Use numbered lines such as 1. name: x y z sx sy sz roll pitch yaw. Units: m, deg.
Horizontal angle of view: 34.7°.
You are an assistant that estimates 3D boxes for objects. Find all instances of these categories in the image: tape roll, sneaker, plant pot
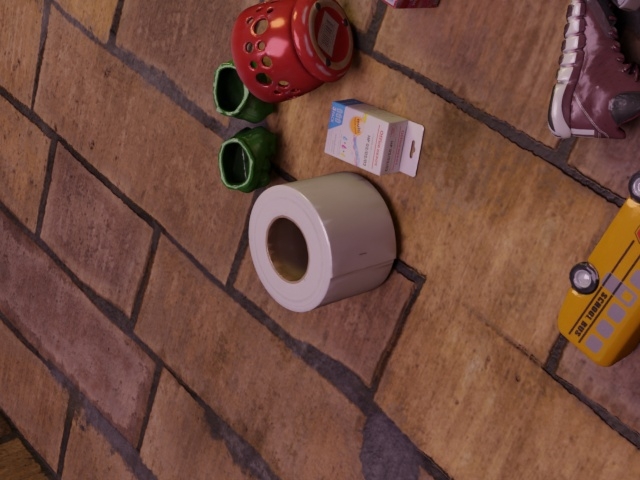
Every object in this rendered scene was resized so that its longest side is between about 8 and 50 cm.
1. tape roll: 0.000 0.000 1.960 0.246 0.169 0.246 19 116 46
2. sneaker: 0.445 -0.282 1.535 0.163 0.106 0.281 12 99 17
3. plant pot: -0.043 -0.364 1.918 0.174 0.191 0.191 -6 96 37

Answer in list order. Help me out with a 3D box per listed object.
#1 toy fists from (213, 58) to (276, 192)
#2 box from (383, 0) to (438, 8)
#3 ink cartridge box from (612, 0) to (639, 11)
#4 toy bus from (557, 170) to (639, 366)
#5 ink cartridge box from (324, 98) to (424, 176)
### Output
1. toy fists: -0.148 -0.236 2.085 0.096 0.142 0.279 -2 101 13
2. box: 0.164 -0.529 1.710 0.128 0.123 0.256 42 126 29
3. ink cartridge box: 0.481 -0.508 1.378 0.175 0.069 0.371 53 121 22
4. toy bus: 0.483 0.026 1.545 0.130 0.108 0.332 45 128 27
5. ink cartridge box: 0.098 -0.188 1.905 0.181 0.062 0.104 26 118 37
